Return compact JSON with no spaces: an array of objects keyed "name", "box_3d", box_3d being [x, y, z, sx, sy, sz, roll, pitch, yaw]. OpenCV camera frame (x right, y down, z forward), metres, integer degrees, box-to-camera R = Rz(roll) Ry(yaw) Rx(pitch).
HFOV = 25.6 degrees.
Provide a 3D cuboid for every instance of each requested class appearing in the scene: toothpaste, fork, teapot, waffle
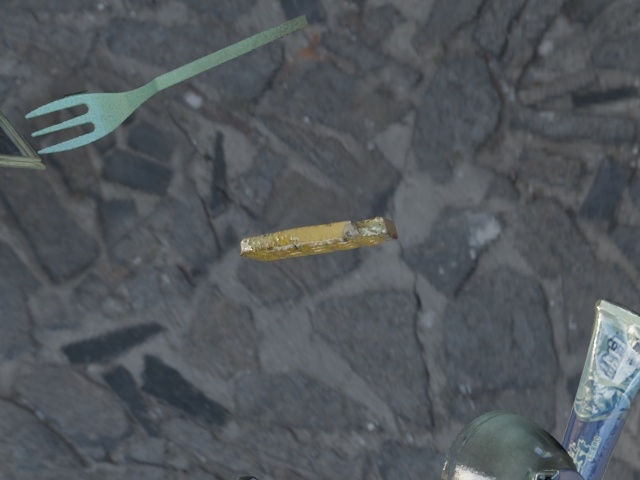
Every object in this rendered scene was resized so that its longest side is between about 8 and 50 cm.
[{"name":"toothpaste","box_3d":[0.271,0.187,1.392,0.047,0.268,0.069,3,25,-27]},{"name":"fork","box_3d":[-0.102,-0.121,1.025,0.235,0.039,0.021,-27,31,-23]},{"name":"teapot","box_3d":[0.172,0.228,1.198,0.111,0.108,0.149,-10,108,-31]},{"name":"waffle","box_3d":[0.000,0.000,1.285,0.135,0.092,0.021,-10,83,11]}]

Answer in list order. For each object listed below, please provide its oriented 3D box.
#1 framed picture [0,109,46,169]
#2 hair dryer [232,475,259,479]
[{"name":"framed picture","box_3d":[-0.359,-0.122,1.343,0.183,0.142,0.011,46,121,40]},{"name":"hair dryer","box_3d":[-0.060,0.401,1.509,0.302,0.116,0.244,24,46,15]}]
